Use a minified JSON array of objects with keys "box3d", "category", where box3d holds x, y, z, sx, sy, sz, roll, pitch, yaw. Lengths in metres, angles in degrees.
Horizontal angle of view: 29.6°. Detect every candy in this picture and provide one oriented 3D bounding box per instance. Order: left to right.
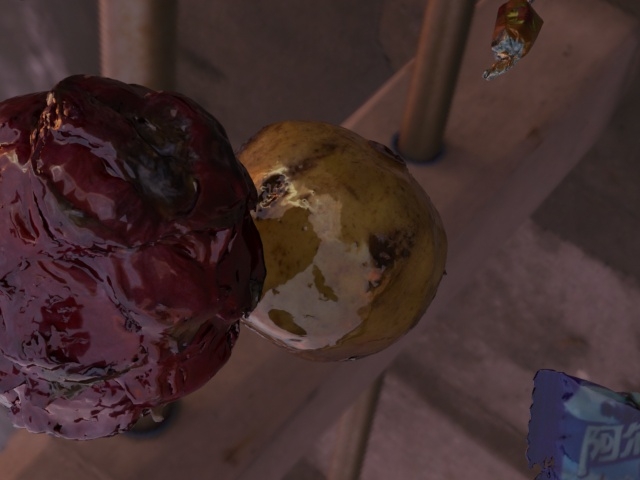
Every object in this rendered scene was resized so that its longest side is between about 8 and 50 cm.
[{"box3d":[0.227,-0.249,1.414,0.053,0.182,0.046,-12,124,33],"category":"candy"},{"box3d":[0.352,0.213,1.275,0.275,0.145,0.070,4,177,-6],"category":"candy"}]

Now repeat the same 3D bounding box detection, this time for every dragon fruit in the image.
[{"box3d":[-0.201,0.010,1.069,0.329,0.329,0.329,26,139,25],"category":"dragon fruit"}]

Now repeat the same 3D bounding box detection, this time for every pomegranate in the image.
[{"box3d":[0.000,0.000,1.353,0.281,0.281,0.281,26,139,25],"category":"pomegranate"}]
